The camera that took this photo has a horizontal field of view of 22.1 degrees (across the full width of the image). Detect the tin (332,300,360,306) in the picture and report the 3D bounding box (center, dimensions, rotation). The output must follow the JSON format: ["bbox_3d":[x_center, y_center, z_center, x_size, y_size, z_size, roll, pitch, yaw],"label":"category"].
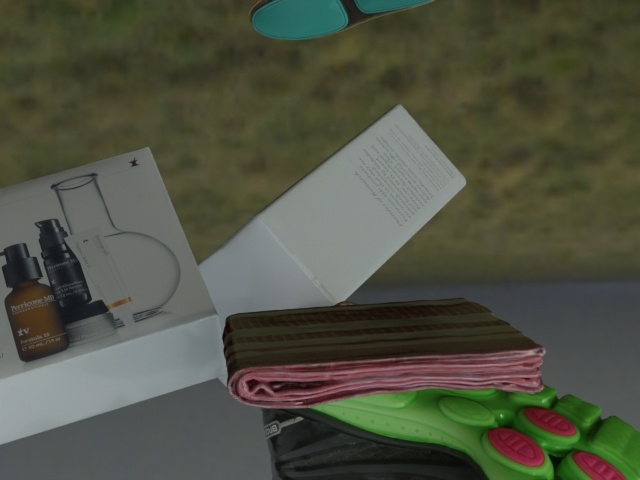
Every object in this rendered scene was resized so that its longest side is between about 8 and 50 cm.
[{"bbox_3d":[0.048,0.154,1.910,0.106,0.190,0.040,15,137,-32],"label":"tin"}]

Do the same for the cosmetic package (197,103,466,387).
[{"bbox_3d":[0.000,0.000,2.250,0.230,0.161,0.453,-41,179,36],"label":"cosmetic package"}]

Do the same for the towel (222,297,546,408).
[{"bbox_3d":[0.038,0.089,1.353,0.237,0.037,0.329,-3,-175,-4],"label":"towel"}]

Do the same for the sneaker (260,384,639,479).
[{"bbox_3d":[0.137,0.232,1.460,0.185,0.202,0.482,-17,-150,-41],"label":"sneaker"}]

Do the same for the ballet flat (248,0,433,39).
[{"bbox_3d":[0.033,-0.282,1.852,0.232,0.073,0.080,-9,133,15],"label":"ballet flat"}]

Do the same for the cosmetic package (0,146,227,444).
[{"bbox_3d":[-0.315,0.067,1.699,0.377,0.097,0.284,-17,-138,-10],"label":"cosmetic package"}]
